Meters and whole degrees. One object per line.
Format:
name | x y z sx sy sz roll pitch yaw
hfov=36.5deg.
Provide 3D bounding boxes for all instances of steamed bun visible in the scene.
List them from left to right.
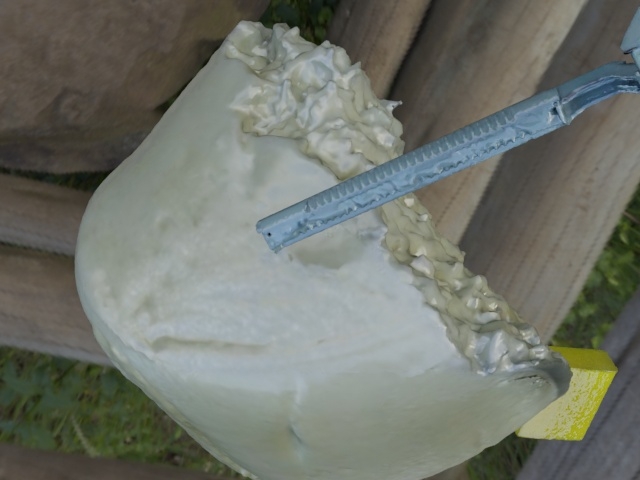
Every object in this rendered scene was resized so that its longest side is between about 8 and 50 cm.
steamed bun | 0.015 0.045 0.625 0.273 0.272 0.290 -46 139 -3

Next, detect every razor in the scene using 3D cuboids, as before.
razor | 0.062 -0.039 0.444 0.211 0.036 0.084 -18 139 26

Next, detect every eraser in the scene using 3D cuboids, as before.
eraser | 0.306 0.194 1.229 0.097 0.045 0.122 8 123 -16
